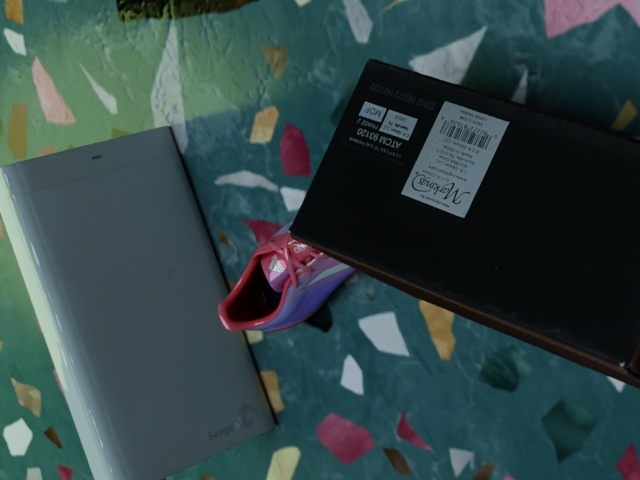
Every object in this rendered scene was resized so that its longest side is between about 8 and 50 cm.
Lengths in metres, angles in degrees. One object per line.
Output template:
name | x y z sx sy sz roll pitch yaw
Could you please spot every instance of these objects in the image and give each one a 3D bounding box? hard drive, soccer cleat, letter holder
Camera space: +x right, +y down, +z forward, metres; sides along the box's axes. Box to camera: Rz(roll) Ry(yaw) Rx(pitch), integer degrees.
hard drive | -0.169 0.060 1.496 0.040 0.203 0.308 -21 89 44
soccer cleat | 0.000 0.000 1.398 0.083 0.095 0.248 55 132 15
letter holder | 0.171 0.003 1.227 0.302 0.214 0.152 22 86 36
